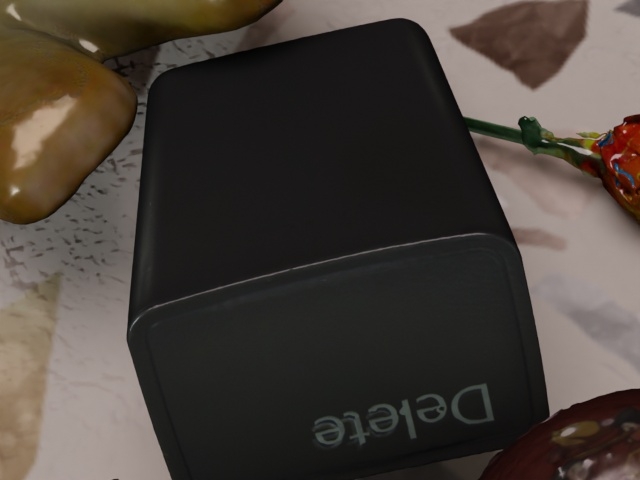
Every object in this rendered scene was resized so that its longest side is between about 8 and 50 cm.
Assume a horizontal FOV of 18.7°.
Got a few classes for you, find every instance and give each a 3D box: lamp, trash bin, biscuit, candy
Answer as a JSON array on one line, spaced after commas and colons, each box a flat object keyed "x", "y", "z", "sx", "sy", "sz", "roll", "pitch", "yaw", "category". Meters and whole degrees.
[{"x": 0.132, "y": 0.138, "z": 0.808, "sx": 0.157, "sy": 0.156, "sz": 0.135, "roll": -25, "pitch": 57, "yaw": -7, "category": "lamp"}, {"x": 0.000, "y": 0.000, "z": 0.900, "sx": 0.165, "sy": 0.115, "sz": 0.225, "roll": -13, "pitch": 32, "yaw": 2, "category": "trash bin"}, {"x": -0.144, "y": -0.130, "z": 1.012, "sx": 0.237, "sy": 0.062, "sz": 0.290, "roll": -42, "pitch": 38, "yaw": -13, "category": "biscuit"}, {"x": 0.111, "y": -0.051, "z": 0.994, "sx": 0.201, "sy": 0.060, "sz": 0.060, "roll": 16, "pitch": 63, "yaw": 26, "category": "candy"}]

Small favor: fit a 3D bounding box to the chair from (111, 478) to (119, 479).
[{"x": -0.046, "y": 0.153, "z": 0.874, "sx": 0.212, "sy": 0.084, "sz": 0.101, "roll": -29, "pitch": 63, "yaw": -8, "category": "chair"}]
